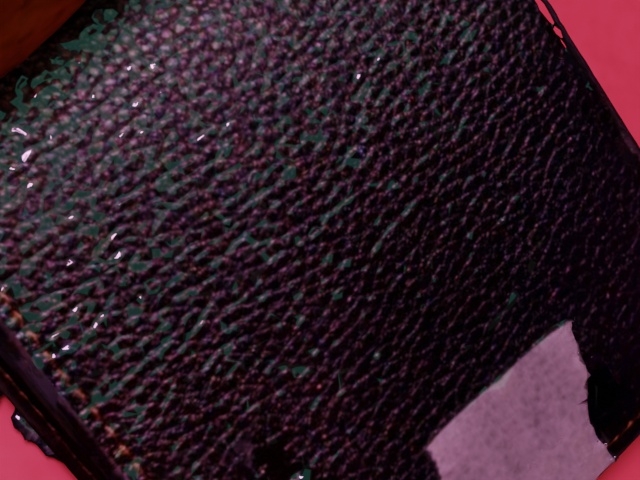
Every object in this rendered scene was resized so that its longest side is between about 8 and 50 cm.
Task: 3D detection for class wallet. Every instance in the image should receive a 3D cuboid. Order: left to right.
[{"bbox_3d":[0.000,0.000,0.572,0.221,0.071,0.262,-43,105,-22],"label":"wallet"}]

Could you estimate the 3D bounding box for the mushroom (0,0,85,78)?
[{"bbox_3d":[-0.132,-0.191,0.459,0.345,0.259,0.346,-1,101,-3],"label":"mushroom"}]
